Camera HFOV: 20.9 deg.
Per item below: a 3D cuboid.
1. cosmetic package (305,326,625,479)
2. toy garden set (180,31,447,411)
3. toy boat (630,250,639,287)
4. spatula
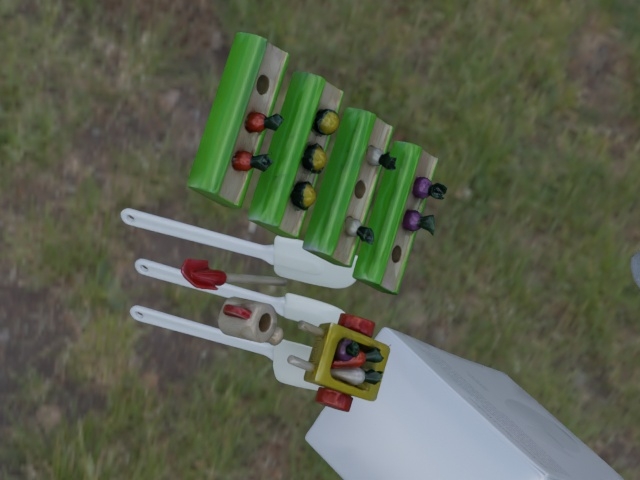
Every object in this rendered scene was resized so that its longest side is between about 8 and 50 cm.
[{"bbox_3d":[0.147,0.215,1.585,0.138,0.224,0.224,-54,52,8],"label":"cosmetic package"},{"bbox_3d":[0.000,0.000,1.187,0.049,0.244,0.204,11,79,37],"label":"toy garden set"},{"bbox_3d":[0.445,0.067,1.662,0.318,0.148,0.267,35,43,-28],"label":"toy boat"},{"bbox_3d":[-0.078,0.055,1.640,0.242,0.168,0.019,14,40,16],"label":"spatula"}]
